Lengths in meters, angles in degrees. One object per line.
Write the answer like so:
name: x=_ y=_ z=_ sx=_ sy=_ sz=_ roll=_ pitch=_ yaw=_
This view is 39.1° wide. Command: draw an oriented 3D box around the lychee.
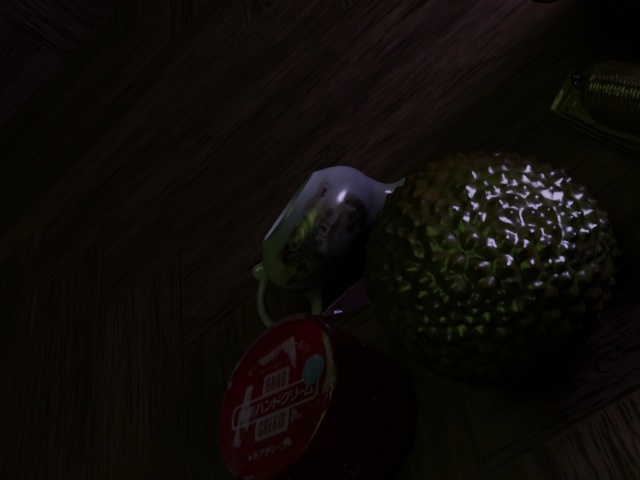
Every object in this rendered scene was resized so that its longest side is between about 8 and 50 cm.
lychee: x=0.177 y=0.027 z=0.971 sx=0.320 sy=0.270 sz=0.270 roll=92 pitch=-158 yaw=-77

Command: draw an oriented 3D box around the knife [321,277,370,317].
knife: x=0.099 y=0.037 z=1.156 sx=0.247 sy=0.035 sz=0.018 roll=-34 pitch=0 yaw=-24

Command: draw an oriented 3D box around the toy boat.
toy boat: x=0.367 y=-0.144 z=0.994 sx=0.089 sy=0.115 sz=0.310 roll=-56 pitch=34 yaw=1

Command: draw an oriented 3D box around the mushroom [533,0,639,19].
mushroom: x=0.359 y=-0.388 z=1.042 sx=0.352 sy=0.260 sz=0.352 roll=-17 pitch=13 yaw=4

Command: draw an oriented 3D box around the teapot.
teapot: x=0.000 y=0.000 z=1.311 sx=0.298 sy=0.139 sz=0.204 roll=-54 pitch=8 yaw=9

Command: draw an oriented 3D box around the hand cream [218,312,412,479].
hand cream: x=-0.007 y=0.217 z=1.135 sx=0.230 sy=0.149 sz=0.230 roll=-30 pitch=45 yaw=35
